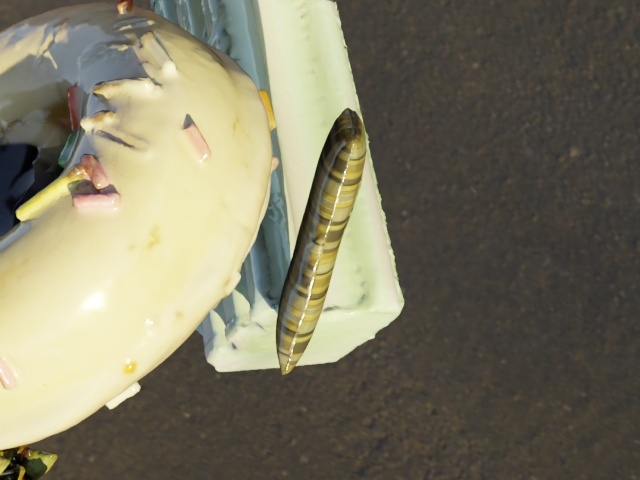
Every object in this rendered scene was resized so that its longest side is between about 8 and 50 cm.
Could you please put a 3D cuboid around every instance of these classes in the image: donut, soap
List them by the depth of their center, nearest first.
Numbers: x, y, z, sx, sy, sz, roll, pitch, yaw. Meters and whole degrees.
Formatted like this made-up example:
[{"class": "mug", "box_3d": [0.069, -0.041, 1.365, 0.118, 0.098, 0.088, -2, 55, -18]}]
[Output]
[{"class": "donut", "box_3d": [-0.217, -0.030, 0.902, 0.383, 0.142, 0.382, -18, 47, 21]}, {"class": "soap", "box_3d": [-0.067, -0.093, 1.255, 0.261, 0.156, 0.446, 134, 128, -58]}]

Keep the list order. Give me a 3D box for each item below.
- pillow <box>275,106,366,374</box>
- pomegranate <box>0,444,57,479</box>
[{"class": "pillow", "box_3d": [0.000, 0.000, 0.973, 0.113, 0.038, 0.203, -88, 14, -71]}, {"class": "pomegranate", "box_3d": [-0.459, 0.328, 1.331, 0.358, 0.310, 0.216, -23, 36, 23]}]
